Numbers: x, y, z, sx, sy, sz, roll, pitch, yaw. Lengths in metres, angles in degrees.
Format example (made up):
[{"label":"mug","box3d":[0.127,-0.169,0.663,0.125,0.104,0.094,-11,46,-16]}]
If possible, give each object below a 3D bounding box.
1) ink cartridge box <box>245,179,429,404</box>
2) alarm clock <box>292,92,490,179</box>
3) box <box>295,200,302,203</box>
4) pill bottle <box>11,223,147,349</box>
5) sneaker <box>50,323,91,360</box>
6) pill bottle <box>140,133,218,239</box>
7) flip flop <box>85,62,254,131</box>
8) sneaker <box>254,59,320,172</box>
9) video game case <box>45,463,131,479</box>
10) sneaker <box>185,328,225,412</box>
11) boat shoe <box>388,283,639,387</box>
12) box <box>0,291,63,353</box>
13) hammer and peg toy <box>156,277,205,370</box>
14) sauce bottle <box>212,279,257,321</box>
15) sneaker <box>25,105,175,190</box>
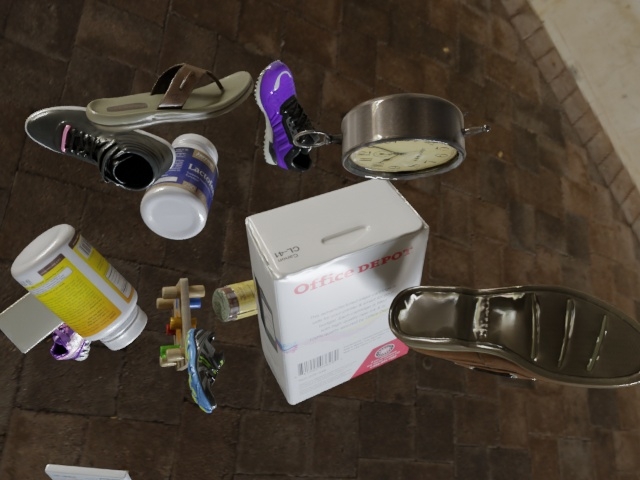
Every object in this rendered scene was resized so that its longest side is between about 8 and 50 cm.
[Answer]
[{"label":"ink cartridge box","box3d":[0.023,0.081,0.874,0.226,0.306,0.131,-18,47,-17]},{"label":"alarm clock","box3d":[0.067,-0.109,0.616,0.192,0.129,0.064,-2,79,-7]},{"label":"box","box3d":[0.000,0.000,1.734,0.232,0.127,0.148,24,75,-21]},{"label":"pill bottle","box3d":[-0.390,0.084,0.969,0.215,0.117,0.117,55,51,-29]},{"label":"sneaker","box3d":[-0.698,0.250,1.652,0.095,0.236,0.105,36,23,28]},{"label":"pill bottle","box3d":[-0.336,-0.140,1.436,0.153,0.153,0.264,31,36,-24]},{"label":"flip flop","box3d":[-0.241,-0.244,0.952,0.277,0.112,0.080,-14,124,-18]},{"label":"sneaker","box3d":[-0.062,-0.281,1.386,0.146,0.293,0.102,31,57,28]},{"label":"video game case","box3d":[-0.561,0.597,1.446,0.191,0.173,0.022,5,51,-2]},{"label":"sneaker","box3d":[-0.232,0.259,1.196,0.078,0.067,0.188,-1,47,-18]},{"label":"boat shoe","box3d":[0.243,0.116,0.728,0.104,0.308,0.110,44,62,-53]},{"label":"box","box3d":[-0.639,0.140,1.428,0.275,0.094,0.113,-40,104,-19]},{"label":"hammer and peg toy","box3d":[-0.447,0.271,1.839,0.128,0.361,0.265,-2,76,-21]},{"label":"sauce bottle","box3d":[-0.175,0.172,1.863,0.345,0.111,0.111,-10,81,-41]},{"label":"sneaker","box3d":[-0.441,-0.183,1.152,0.296,0.104,0.147,15,22,-13]}]
